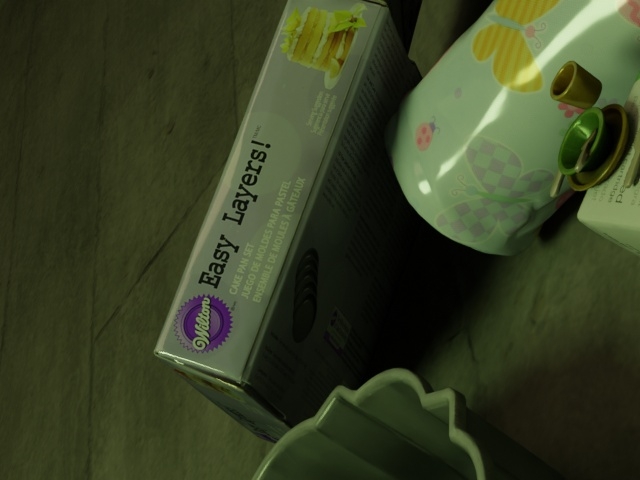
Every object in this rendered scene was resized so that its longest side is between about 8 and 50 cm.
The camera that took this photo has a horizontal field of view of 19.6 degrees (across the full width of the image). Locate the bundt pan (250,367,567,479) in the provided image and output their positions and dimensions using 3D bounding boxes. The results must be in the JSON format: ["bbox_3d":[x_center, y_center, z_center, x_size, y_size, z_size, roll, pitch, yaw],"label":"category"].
[{"bbox_3d":[0.033,0.240,0.943,0.331,0.124,0.331,-47,27,34],"label":"bundt pan"}]

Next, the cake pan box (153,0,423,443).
[{"bbox_3d":[0.000,0.000,1.176,0.267,0.070,0.246,51,-121,-70],"label":"cake pan box"}]

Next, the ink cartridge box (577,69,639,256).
[{"bbox_3d":[0.234,-0.055,0.852,0.160,0.092,0.219,-66,20,-5],"label":"ink cartridge box"}]

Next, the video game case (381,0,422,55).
[{"bbox_3d":[0.057,-0.266,1.261,0.248,0.035,0.275,77,-154,-62],"label":"video game case"}]

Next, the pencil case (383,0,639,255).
[{"bbox_3d":[0.155,-0.108,1.060,0.273,0.124,0.113,-49,44,34],"label":"pencil case"}]

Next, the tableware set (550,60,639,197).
[{"bbox_3d":[0.156,-0.076,0.898,0.154,0.024,0.104,-10,57,67],"label":"tableware set"}]
